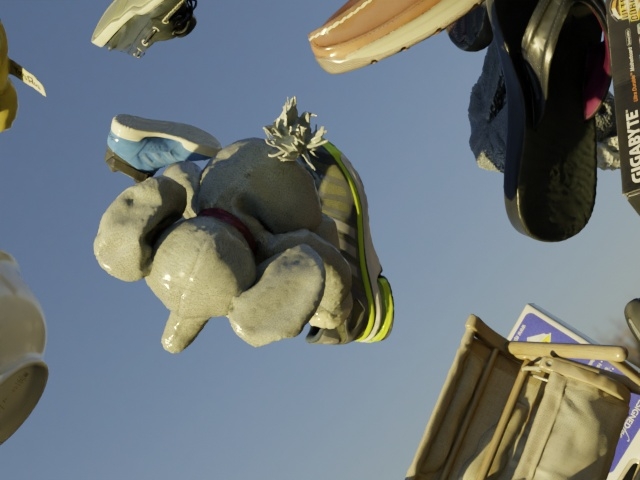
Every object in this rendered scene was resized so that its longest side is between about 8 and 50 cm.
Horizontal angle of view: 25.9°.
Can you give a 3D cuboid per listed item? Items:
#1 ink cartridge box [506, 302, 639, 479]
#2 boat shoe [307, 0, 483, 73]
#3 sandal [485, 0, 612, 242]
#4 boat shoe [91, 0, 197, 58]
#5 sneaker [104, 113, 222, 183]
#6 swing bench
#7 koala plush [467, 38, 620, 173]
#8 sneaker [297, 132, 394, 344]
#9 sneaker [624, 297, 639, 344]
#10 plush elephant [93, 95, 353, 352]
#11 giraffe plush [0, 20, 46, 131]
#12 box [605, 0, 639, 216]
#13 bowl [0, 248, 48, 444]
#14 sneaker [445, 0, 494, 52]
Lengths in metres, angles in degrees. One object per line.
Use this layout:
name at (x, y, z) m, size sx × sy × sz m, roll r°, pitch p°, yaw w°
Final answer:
ink cartridge box at (0.370, 0.301, 2.100) m, size 0.304 × 0.307 × 0.072 m, roll -61°, pitch -22°, yaw 12°
boat shoe at (0.116, -0.253, 1.088) m, size 0.324 × 0.116 × 0.123 m, roll -36°, pitch 8°, yaw 2°
sandal at (0.310, -0.213, 1.751) m, size 0.167 × 0.107 × 0.446 m, roll -15°, pitch -72°, yaw -26°
boat shoe at (-0.266, -0.385, 2.346) m, size 0.340 × 0.113 × 0.127 m, roll -27°, pitch 38°, yaw 49°
sneaker at (-0.212, -0.112, 1.849) m, size 0.152 × 0.058 × 0.085 m, roll 9°, pitch -60°, yaw -22°
swing bench at (0.267, 0.252, 1.723) m, size 0.165 × 0.254 × 0.253 m, roll 37°, pitch -108°, yaw -39°
koala plush at (0.349, -0.184, 2.046) m, size 0.221 × 0.196 × 0.203 m, roll 5°, pitch -50°, yaw -25°
sneaker at (0.000, 0.000, 1.828) m, size 0.121 × 0.300 × 0.111 m, roll -15°, pitch -8°, yaw -38°
sneaker at (0.418, 0.116, 1.382) m, size 0.132 × 0.229 × 0.086 m, roll -42°, pitch -5°, yaw 2°
plush elephant at (-0.109, 0.019, 1.596) m, size 0.255 × 0.271 × 0.330 m, roll -49°, pitch -13°, yaw -34°
giraffe plush at (-0.428, -0.160, 1.519) m, size 0.170 × 0.210 × 0.181 m, roll -37°, pitch -50°, yaw -27°
box at (0.405, -0.094, 1.491) m, size 0.073 × 0.293 × 0.295 m, roll -21°, pitch -42°, yaw 29°
bowl at (-0.423, 0.165, 1.667) m, size 0.298 × 0.134 × 0.298 m, roll -49°, pitch -16°, yaw -19°
sneaker at (0.254, -0.380, 1.967) m, size 0.162 × 0.282 × 0.106 m, roll 12°, pitch -28°, yaw -31°
